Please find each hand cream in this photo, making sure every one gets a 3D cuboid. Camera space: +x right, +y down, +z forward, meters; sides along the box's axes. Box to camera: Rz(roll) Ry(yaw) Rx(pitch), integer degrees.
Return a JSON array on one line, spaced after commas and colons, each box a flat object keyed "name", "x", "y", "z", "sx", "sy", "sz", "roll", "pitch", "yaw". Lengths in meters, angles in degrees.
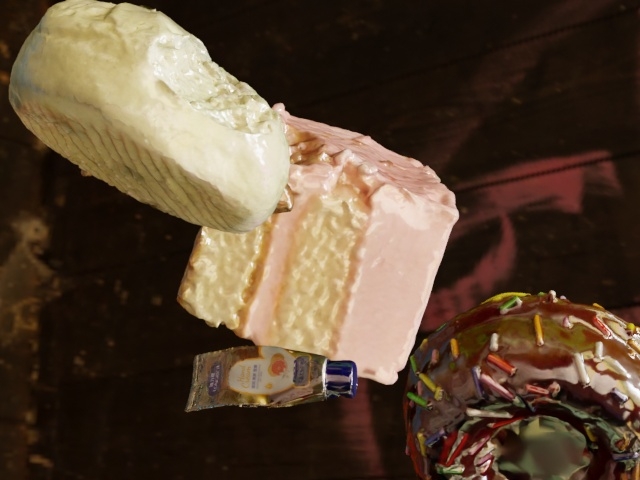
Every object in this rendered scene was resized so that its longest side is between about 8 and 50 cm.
[{"name": "hand cream", "x": -0.047, "y": 0.128, "z": 1.275, "sx": 0.163, "sy": 0.039, "sz": 0.062, "roll": -2, "pitch": -119, "yaw": 14}]

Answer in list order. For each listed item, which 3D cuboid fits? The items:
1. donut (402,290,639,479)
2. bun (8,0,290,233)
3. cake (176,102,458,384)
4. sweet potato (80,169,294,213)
[{"name": "donut", "x": 0.174, "y": 0.152, "z": 1.065, "sx": 0.235, "sy": 0.235, "sz": 0.089, "roll": -37, "pitch": -164, "yaw": 29}, {"name": "bun", "x": -0.120, "y": -0.097, "z": 1.006, "sx": 0.237, "sy": 0.210, "sz": 0.116, "roll": 17, "pitch": -107, "yaw": 31}, {"name": "cake", "x": 0.000, "y": 0.000, "z": 1.814, "sx": 0.314, "sy": 0.307, "sz": 0.293, "roll": -80, "pitch": -169, "yaw": -74}, {"name": "sweet potato", "x": -0.128, "y": -0.062, "z": 1.363, "sx": 0.214, "sy": 0.050, "sz": 0.050, "roll": 10, "pitch": -94, "yaw": 8}]
